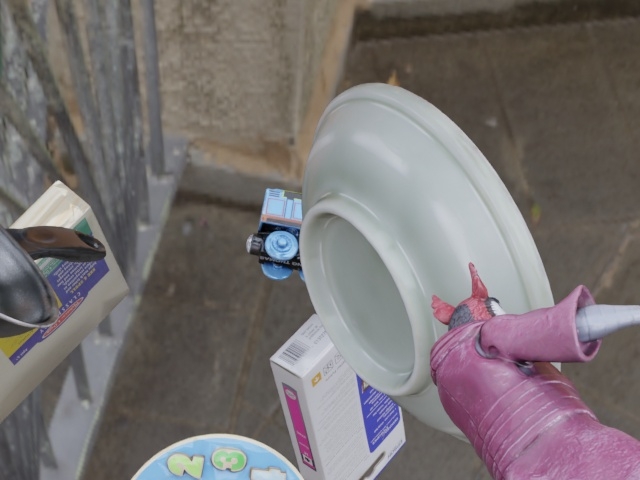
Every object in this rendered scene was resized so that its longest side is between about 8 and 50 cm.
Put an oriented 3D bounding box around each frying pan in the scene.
[{"bbox_3d":[-0.254,-0.015,0.894,0.197,0.326,0.053,42,95,-8],"label":"frying pan"}]

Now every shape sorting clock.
[{"bbox_3d":[-0.101,0.291,1.259,0.206,0.040,0.206,0,89,-6],"label":"shape sorting clock"}]

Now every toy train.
[{"bbox_3d":[0.000,0.000,1.652,0.184,0.080,0.105,10,60,-3],"label":"toy train"}]

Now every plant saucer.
[{"bbox_3d":[0.075,0.043,1.318,0.100,0.400,0.400,-25,61,-25],"label":"plant saucer"}]

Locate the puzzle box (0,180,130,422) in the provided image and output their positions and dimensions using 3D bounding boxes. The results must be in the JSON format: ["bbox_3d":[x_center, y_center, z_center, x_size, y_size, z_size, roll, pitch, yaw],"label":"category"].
[{"bbox_3d":[-0.384,0.139,1.412,0.052,0.272,0.409,39,74,15],"label":"puzzle box"}]

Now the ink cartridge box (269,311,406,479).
[{"bbox_3d":[0.034,0.230,1.825,0.069,0.371,0.176,26,58,32],"label":"ink cartridge box"}]

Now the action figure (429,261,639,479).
[{"bbox_3d":[0.167,0.172,1.015,0.275,0.248,0.370,-15,47,-24],"label":"action figure"}]
